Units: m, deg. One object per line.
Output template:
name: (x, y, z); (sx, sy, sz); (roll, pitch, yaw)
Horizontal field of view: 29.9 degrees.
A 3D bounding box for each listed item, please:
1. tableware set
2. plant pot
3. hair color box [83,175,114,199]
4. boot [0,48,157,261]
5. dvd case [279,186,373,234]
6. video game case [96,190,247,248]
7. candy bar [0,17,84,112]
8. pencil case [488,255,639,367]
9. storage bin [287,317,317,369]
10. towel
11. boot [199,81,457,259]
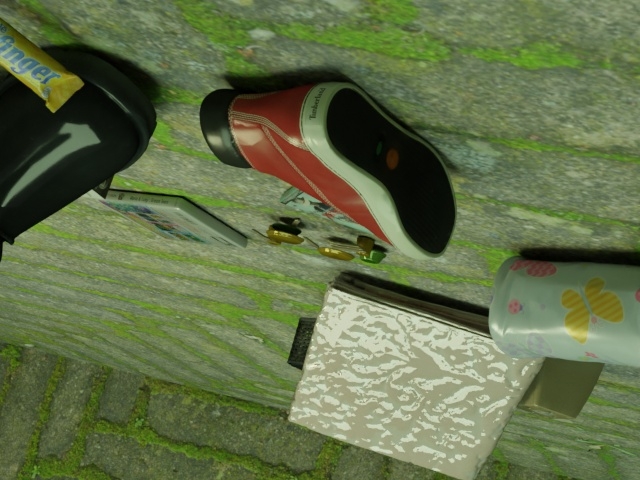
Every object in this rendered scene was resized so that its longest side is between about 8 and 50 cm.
tableware set: (0.000, 0.000, 1.469); (0.154, 0.024, 0.104); (8, 168, 24)
plant pot: (0.333, 0.205, 1.748); (0.109, 0.096, 0.109); (21, 165, -20)
hair color box: (-0.330, -0.096, 1.385); (0.167, 0.053, 0.093); (9, 163, 28)
boot: (-0.354, 0.058, 1.114); (0.146, 0.445, 0.367); (38, 149, -25)
dvd case: (0.022, -0.035, 1.318); (0.119, 0.013, 0.087); (20, 166, -14)
video game case: (-0.195, -0.027, 1.577); (0.143, 0.019, 0.157); (7, 165, 32)
candy bar: (-0.274, -0.170, 1.007); (0.161, 0.040, 0.018); (39, -160, -26)
pencil case: (0.310, 0.079, 1.245); (0.273, 0.113, 0.124); (2, 171, 44)
storage bin: (0.046, 0.193, 2.040); (0.122, 0.084, 0.180); (27, 163, -38)
towel: (0.130, 0.204, 1.740); (0.317, 0.053, 0.332); (18, 135, 1)
boot: (0.005, -0.063, 1.089); (0.176, 0.088, 0.244); (4, 154, 40)
